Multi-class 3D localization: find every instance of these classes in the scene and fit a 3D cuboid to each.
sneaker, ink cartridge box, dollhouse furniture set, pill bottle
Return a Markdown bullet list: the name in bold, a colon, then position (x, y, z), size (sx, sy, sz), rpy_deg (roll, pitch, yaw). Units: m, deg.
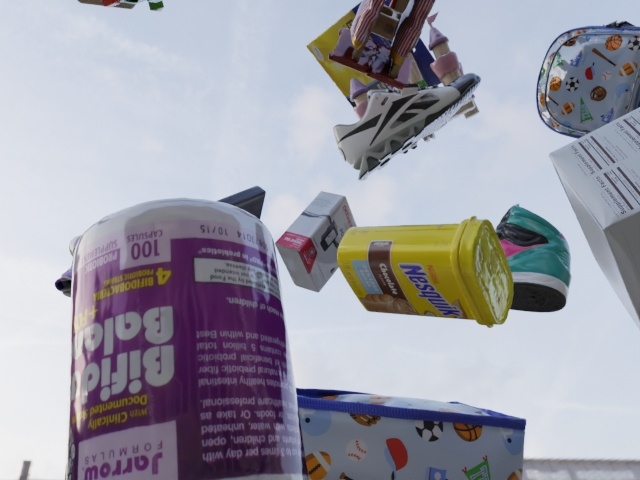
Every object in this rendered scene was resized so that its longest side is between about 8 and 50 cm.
- **sneaker**: position (0.309, 0.018, 1.027), size (0.295, 0.178, 0.124), rpy_deg (6, -35, 38)
- **ink cartridge box**: position (0.000, 0.000, 1.032), size (0.063, 0.150, 0.109), rpy_deg (14, -39, 38)
- **ink cartridge box**: position (0.149, -0.496, 1.589), size (0.304, 0.072, 0.307), rpy_deg (50, -30, -15)
- **sneaker**: position (0.173, -0.273, 1.165), size (0.330, 0.146, 0.122), rpy_deg (-34, -8, -7)
- **dollhouse furniture set**: position (0.148, -0.475, 1.079), size (0.152, 0.374, 0.201), rpy_deg (22, -46, -6)
- **sneaker**: position (-0.651, 0.069, 1.533), size (0.161, 0.282, 0.102), rpy_deg (-19, -56, -41)
- **pill bottle**: position (-0.100, 0.134, 0.428), size (0.169, 0.302, 0.169), rpy_deg (-9, -27, -4)

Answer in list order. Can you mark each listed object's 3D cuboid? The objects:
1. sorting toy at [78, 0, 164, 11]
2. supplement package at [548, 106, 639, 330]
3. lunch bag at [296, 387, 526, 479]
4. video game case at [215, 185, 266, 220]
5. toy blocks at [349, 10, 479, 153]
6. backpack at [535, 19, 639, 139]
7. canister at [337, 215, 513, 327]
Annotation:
- **sorting toy**: position (-0.444, -0.583, 1.347), size (0.196, 0.347, 0.047), rpy_deg (-8, -80, 32)
- **supplement package**: position (0.395, -0.038, 0.610), size (0.203, 0.149, 0.194), rpy_deg (-28, -56, 18)
- **lunch bag**: position (0.082, 0.396, 0.857), size (0.385, 0.328, 0.239), rpy_deg (10, -12, -21)
- **video game case**: position (-0.183, 0.057, 0.894), size (0.196, 0.026, 0.274), rpy_deg (-29, -34, -45)
- **toy blocks**: position (0.239, -0.406, 1.504), size (0.288, 0.260, 0.309), rpy_deg (-26, -5, 23)
- **backpack**: position (0.568, -0.308, 1.144), size (0.213, 0.263, 0.277), rpy_deg (3, -74, -32)
- **canister**: position (0.117, 0.036, 0.651), size (0.169, 0.073, 0.126), rpy_deg (-1, -45, 38)
